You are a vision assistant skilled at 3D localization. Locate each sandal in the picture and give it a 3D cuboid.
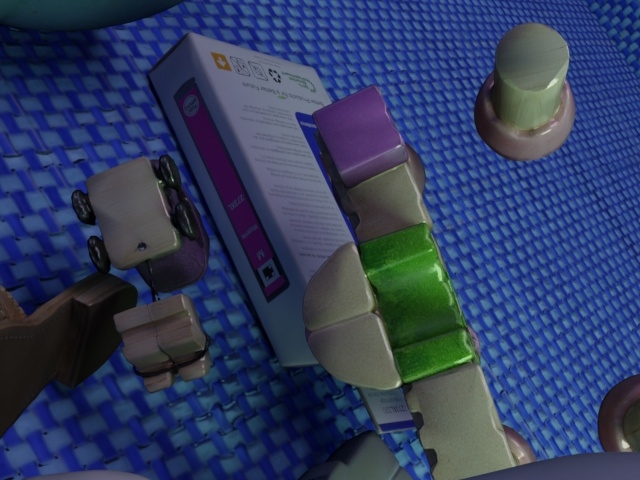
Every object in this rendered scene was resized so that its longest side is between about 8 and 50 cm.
[{"bbox_3d":[-0.193,0.060,0.649,0.079,0.088,0.240,24,19,13],"label":"sandal"}]

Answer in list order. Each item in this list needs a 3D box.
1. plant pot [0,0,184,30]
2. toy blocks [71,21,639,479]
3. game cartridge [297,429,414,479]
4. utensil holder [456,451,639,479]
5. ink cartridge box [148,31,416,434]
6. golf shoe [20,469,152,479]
[{"bbox_3d":[-0.205,-0.260,0.789,0.293,0.293,0.196,51,56,-3],"label":"plant pot"},{"bbox_3d":[0.056,0.056,0.765,0.260,0.309,0.288,49,21,-79],"label":"toy blocks"},{"bbox_3d":[0.020,0.283,0.699,0.230,0.068,0.355,48,29,1],"label":"game cartridge"},{"bbox_3d":[0.020,0.250,0.386,0.385,0.327,0.327,-4,60,-43],"label":"utensil holder"},{"bbox_3d":[0.000,0.000,0.968,0.176,0.069,0.371,6,51,-54],"label":"ink cartridge box"},{"bbox_3d":[-0.145,0.159,0.519,0.115,0.140,0.306,57,28,12],"label":"golf shoe"}]
